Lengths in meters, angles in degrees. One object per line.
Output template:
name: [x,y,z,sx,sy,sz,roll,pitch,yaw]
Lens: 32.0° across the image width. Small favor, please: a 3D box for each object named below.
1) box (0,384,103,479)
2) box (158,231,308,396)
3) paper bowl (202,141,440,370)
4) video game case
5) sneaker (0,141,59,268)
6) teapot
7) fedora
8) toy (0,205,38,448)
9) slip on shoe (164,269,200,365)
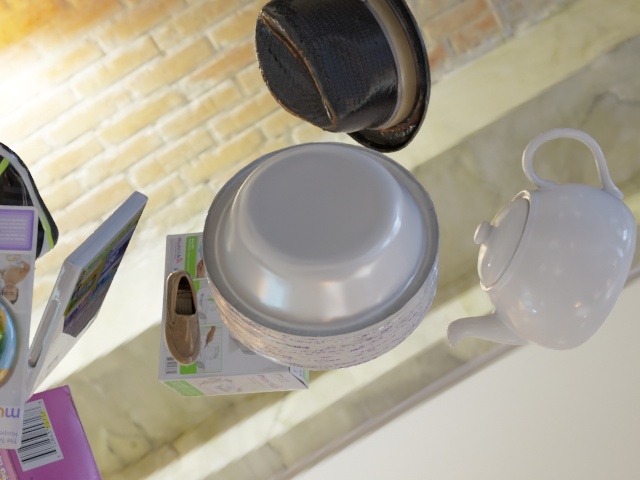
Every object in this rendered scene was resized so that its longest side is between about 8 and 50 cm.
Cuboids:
box: [-0.403,0.340,1.486,0.117,0.214,0.243,-11,164,-45]
box: [-0.141,0.118,1.879,0.231,0.127,0.262,-6,-113,13]
paper bowl: [0.000,0.000,1.326,0.284,0.148,0.284,-2,-123,3]
video game case: [-0.275,0.059,1.287,0.193,0.023,0.212,-62,180,26]
sneaker: [-0.496,-0.055,1.757,0.084,0.235,0.097,0,-143,41]
teapot: [0.304,0.015,1.544,0.252,0.187,0.256,123,-11,-53]
fedora: [0.008,-0.267,1.657,0.152,0.334,0.334,-24,-160,-30]
toy: [-0.353,0.078,1.074,0.136,0.237,0.056,2,169,4]
slip on shoe: [-0.192,0.109,1.571,0.051,0.135,0.041,0,179,-21]
